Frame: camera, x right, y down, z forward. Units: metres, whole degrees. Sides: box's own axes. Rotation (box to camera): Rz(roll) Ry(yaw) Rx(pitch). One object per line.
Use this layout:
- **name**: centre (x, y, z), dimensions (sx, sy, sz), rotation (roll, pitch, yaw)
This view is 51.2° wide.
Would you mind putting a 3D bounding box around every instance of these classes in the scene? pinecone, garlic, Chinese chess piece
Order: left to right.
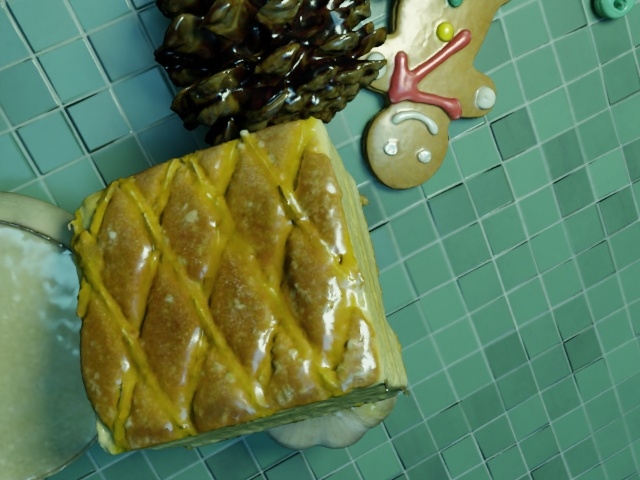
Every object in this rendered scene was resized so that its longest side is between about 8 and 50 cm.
- **Chinese chess piece**: centre (-0.371, 0.113, 0.748), dimensions (0.338, 0.140, 0.338), rotation (-4, 102, -16)
- **pinecone**: centre (-0.066, -0.209, 0.717), dimensions (0.257, 0.243, 0.243), rotation (40, 90, 9)
- **garlic**: centre (-0.012, 0.157, 0.856), dimensions (0.227, 0.152, 0.228), rotation (1, 98, 7)

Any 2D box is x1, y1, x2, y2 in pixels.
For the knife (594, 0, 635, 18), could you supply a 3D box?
- **knife**: centre (0.453, -0.422, 0.899), dimensions (0.063, 0.034, 0.260), rotation (21, 104, -23)

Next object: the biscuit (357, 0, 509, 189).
- **biscuit**: centre (0.148, -0.228, 0.867), dimensions (0.216, 0.047, 0.340), rotation (17, 97, -18)

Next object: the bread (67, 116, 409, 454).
- **bread**: centre (-0.079, 0.057, 0.686), dimensions (0.279, 0.207, 0.279), rotation (-14, 74, 10)
